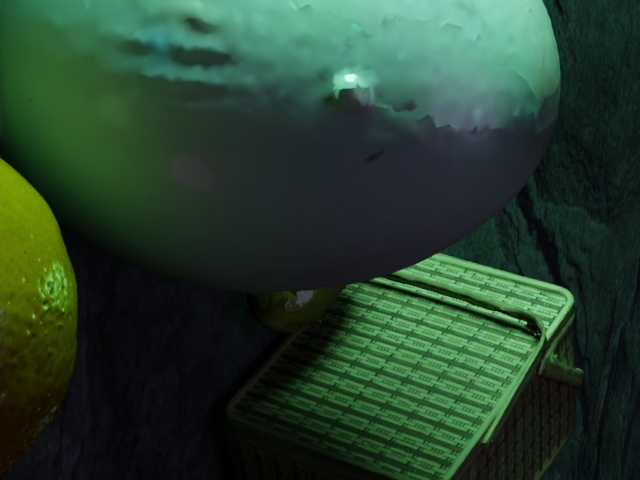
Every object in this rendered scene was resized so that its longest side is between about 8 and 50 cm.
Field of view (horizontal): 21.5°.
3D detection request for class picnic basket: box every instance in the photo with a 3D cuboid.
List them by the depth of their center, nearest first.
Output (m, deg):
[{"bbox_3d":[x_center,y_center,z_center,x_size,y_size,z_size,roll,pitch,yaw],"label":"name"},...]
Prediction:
[{"bbox_3d":[0.081,0.149,1.523,0.313,0.228,0.175,-45,142,-42],"label":"picnic basket"}]

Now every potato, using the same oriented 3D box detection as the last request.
[{"bbox_3d":[0.000,0.000,1.461,0.188,0.085,0.105,-60,146,-20],"label":"potato"}]

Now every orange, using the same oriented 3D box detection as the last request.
[{"bbox_3d":[-0.226,0.051,0.994,0.179,0.158,0.237,-19,118,-59],"label":"orange"}]

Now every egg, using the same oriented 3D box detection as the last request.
[{"bbox_3d":[0.000,-0.128,1.140,0.354,0.340,0.354,-37,135,-50],"label":"egg"}]
